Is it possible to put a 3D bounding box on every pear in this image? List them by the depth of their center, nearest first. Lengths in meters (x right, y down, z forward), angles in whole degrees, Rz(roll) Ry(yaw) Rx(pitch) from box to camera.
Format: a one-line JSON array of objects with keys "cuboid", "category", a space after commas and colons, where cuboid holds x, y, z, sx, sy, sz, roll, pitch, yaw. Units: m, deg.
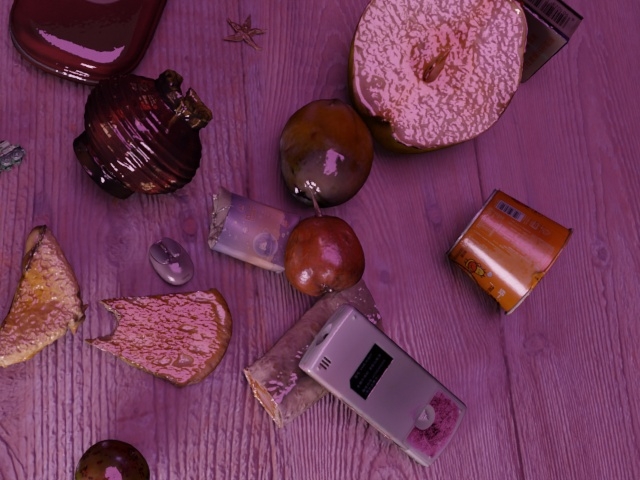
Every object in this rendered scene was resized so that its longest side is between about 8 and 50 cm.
[{"cuboid": [0.216, -0.352, 1.785, 0.340, 0.191, 0.386, 46, 80, -6], "category": "pear"}]

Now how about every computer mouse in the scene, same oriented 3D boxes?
[{"cuboid": [-0.271, 0.037, 1.623, 0.066, 0.039, 0.096, -33, 85, -22], "category": "computer mouse"}]

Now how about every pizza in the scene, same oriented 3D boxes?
[{"cuboid": [-0.286, 0.171, 1.583, 0.262, 0.034, 0.181, 3, 73, -16], "category": "pizza"}]

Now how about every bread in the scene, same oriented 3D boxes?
[{"cuboid": [-0.455, 0.107, 1.479, 0.133, 0.174, 0.251, 19, 72, -14], "category": "bread"}]

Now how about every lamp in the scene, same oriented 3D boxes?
[{"cuboid": [-0.311, -0.193, 1.577, 0.247, 0.247, 0.247, 4, 73, -15], "category": "lamp"}]

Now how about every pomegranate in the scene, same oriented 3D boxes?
[{"cuboid": [-0.345, 0.393, 1.458, 0.130, 0.130, 0.130, 4, 73, -15], "category": "pomegranate"}]

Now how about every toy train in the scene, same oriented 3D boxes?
[{"cuboid": [-0.574, -0.150, 1.595, 0.083, 0.033, 0.053, -38, 84, -22], "category": "toy train"}]

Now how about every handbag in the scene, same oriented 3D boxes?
[{"cuboid": [-0.133, -0.018, 1.657, 0.173, 0.095, 0.117, 21, 70, -17], "category": "handbag"}]

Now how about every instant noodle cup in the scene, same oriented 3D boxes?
[{"cuboid": [0.361, 0.014, 1.731, 0.172, 0.216, 0.216, 37, 68, 6], "category": "instant noodle cup"}]

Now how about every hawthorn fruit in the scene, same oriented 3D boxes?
[{"cuboid": [0.013, 0.013, 1.612, 0.149, 0.149, 0.189, 17, 74, -11], "category": "hawthorn fruit"}]

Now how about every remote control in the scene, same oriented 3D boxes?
[{"cuboid": [0.121, 0.266, 1.596, 0.344, 0.050, 0.145, 43, 76, -25], "category": "remote control"}]

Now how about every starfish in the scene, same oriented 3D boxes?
[{"cuboid": [-0.154, -0.419, 1.804, 0.086, 0.016, 0.092, -42, 91, -20], "category": "starfish"}]

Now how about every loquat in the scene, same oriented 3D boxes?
[{"cuboid": [0.012, -0.163, 1.686, 0.179, 0.179, 0.227, 7, 56, -14], "category": "loquat"}]

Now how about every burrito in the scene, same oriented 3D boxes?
[{"cuboid": [0.003, 0.198, 1.623, 0.299, 0.105, 0.143, -41, 84, -20], "category": "burrito"}]

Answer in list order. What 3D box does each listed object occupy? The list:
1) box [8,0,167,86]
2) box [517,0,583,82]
[{"cuboid": [-0.424, -0.488, 1.695, 0.263, 0.108, 0.404, 18, 71, -10], "category": "box"}, {"cuboid": [0.374, -0.493, 1.876, 0.310, 0.198, 0.084, 38, 68, -3], "category": "box"}]
